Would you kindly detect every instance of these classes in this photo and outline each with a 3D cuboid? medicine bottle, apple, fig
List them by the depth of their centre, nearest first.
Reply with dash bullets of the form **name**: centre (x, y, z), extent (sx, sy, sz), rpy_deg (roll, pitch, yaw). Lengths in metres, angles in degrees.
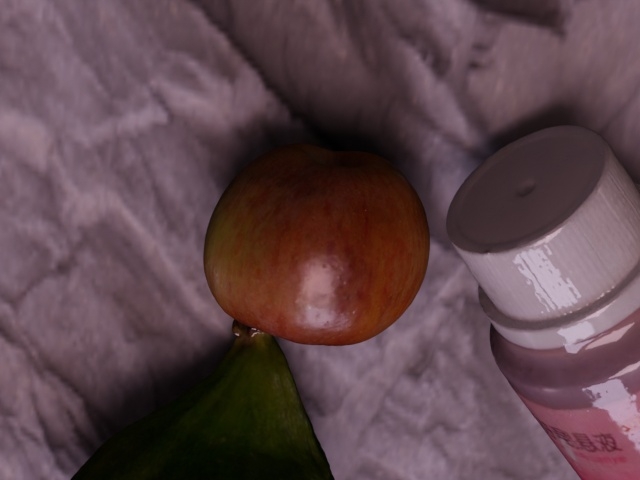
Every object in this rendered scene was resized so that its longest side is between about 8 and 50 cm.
- **apple**: centre (-0.002, 0.000, 0.830), extent (0.126, 0.126, 0.102), rpy_deg (6, 109, -5)
- **medicine bottle**: centre (0.175, 0.055, 0.860), extent (0.147, 0.147, 0.247), rpy_deg (-29, 121, 18)
- **fig**: centre (-0.057, 0.163, 0.916), extent (0.203, 0.203, 0.235), rpy_deg (22, 100, -16)
